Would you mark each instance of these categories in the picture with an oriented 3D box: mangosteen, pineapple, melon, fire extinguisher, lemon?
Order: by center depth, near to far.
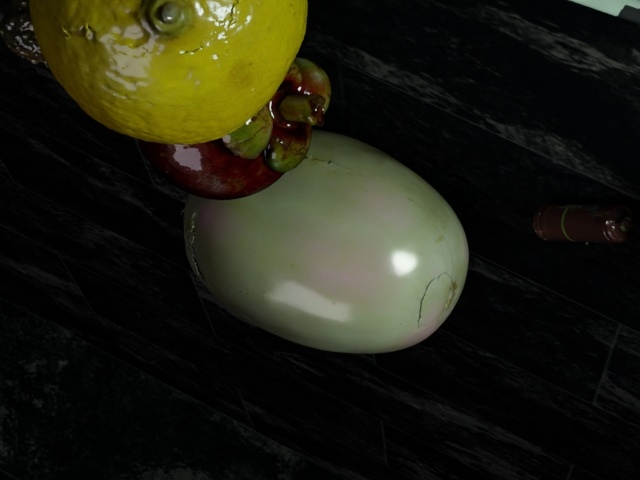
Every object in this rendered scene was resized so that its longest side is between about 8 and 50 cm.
[{"bbox_3d":[-0.125,-0.192,1.337,0.228,0.228,0.253,28,158,6],"label":"lemon"},{"bbox_3d":[0.258,-0.015,1.528,0.056,0.039,0.132,2,180,-34],"label":"fire extinguisher"},{"bbox_3d":[-0.078,-0.124,1.539,0.200,0.200,0.200,27,163,9],"label":"mangosteen"},{"bbox_3d":[-0.230,-0.218,1.683,0.197,0.108,0.108,16,163,0],"label":"pineapple"},{"bbox_3d":[0.000,0.000,1.685,0.317,0.223,0.223,23,162,23],"label":"melon"}]

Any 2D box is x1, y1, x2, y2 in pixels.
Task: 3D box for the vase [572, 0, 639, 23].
[{"bbox_3d":[0.187,-0.196,0.958,0.360,0.165,0.165,27,163,-3],"label":"vase"}]
